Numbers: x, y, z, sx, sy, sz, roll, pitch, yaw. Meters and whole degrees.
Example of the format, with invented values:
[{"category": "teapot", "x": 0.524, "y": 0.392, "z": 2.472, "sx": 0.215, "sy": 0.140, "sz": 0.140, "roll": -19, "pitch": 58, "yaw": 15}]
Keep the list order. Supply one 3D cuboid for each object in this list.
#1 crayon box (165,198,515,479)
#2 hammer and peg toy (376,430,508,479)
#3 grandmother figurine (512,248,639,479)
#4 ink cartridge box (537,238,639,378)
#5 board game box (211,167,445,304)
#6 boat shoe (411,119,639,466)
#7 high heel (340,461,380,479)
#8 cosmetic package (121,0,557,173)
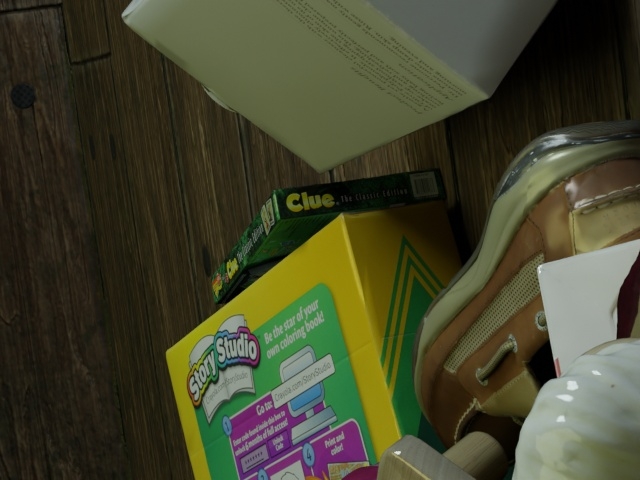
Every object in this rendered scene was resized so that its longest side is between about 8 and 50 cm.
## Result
[{"category": "crayon box", "x": 0.018, "y": 0.177, "z": 1.594, "sx": 0.363, "sy": 0.106, "sz": 0.313, "roll": -37, "pitch": 64, "yaw": 57}, {"category": "hammer and peg toy", "x": 0.127, "y": 0.316, "z": 1.272, "sx": 0.266, "sy": 0.127, "sz": 0.361, "roll": 34, "pitch": 138, "yaw": 29}, {"category": "grandmother figurine", "x": 0.161, "y": 0.041, "z": 0.822, "sx": 0.342, "sy": 0.104, "sz": 0.208, "roll": -36, "pitch": -65, "yaw": -60}, {"category": "ink cartridge box", "x": 0.178, "y": 0.090, "z": 1.028, "sx": 0.198, "sy": 0.067, "sz": 0.115, "roll": 43, "pitch": -145, "yaw": -57}, {"category": "board game box", "x": 0.000, "y": 0.000, "z": 1.633, "sx": 0.260, "sy": 0.136, "sz": 0.030, "roll": 132, "pitch": 131, "yaw": -68}, {"category": "boat shoe", "x": 0.141, "y": 0.064, "z": 1.228, "sx": 0.324, "sy": 0.122, "sz": 0.120, "roll": 103, "pitch": 149, "yaw": -54}, {"category": "high heel", "x": 0.019, "y": 0.260, "z": 1.378, "sx": 0.082, "sy": 0.117, "sz": 0.244, "roll": 28, "pitch": 118, "yaw": 17}, {"category": "cosmetic package", "x": 0.014, "y": -0.176, "z": 1.316, "sx": 0.197, "sy": 0.155, "sz": 0.365, "roll": 37, "pitch": 168, "yaw": -11}]
